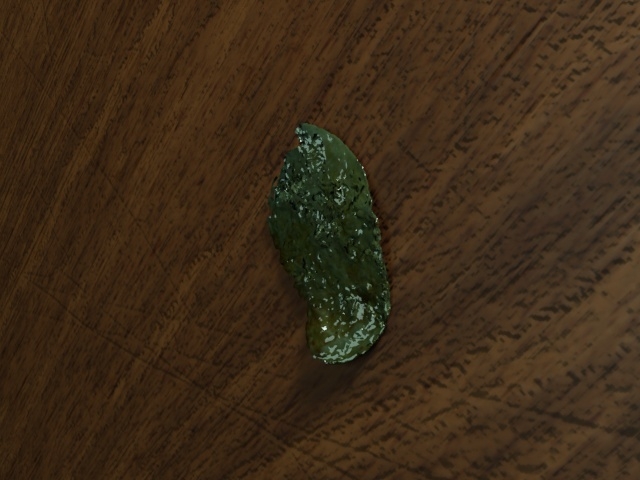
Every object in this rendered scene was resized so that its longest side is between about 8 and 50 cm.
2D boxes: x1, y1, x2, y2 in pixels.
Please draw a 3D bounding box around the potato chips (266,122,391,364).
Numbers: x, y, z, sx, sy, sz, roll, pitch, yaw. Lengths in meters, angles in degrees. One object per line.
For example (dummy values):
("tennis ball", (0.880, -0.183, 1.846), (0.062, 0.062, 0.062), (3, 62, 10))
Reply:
("potato chips", (0.000, 0.000, 0.585), (0.142, 0.026, 0.209), (2, 90, 42))
